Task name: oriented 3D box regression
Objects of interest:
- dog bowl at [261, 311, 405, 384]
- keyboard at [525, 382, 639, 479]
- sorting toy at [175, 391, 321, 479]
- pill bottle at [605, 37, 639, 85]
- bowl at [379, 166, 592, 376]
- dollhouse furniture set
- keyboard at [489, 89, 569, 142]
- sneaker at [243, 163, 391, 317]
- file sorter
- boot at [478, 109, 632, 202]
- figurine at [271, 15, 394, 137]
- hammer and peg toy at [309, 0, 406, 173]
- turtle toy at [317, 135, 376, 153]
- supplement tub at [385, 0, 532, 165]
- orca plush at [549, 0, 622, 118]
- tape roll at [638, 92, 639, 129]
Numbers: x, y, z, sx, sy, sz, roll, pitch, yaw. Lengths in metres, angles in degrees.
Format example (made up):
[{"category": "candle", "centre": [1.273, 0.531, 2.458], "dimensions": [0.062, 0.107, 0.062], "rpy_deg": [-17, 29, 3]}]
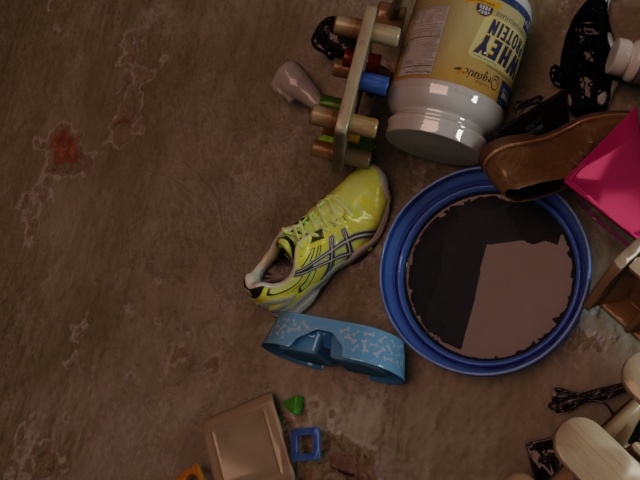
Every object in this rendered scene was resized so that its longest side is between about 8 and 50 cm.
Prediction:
[{"category": "dog bowl", "centre": [0.030, 0.206, 1.420], "dimensions": [0.297, 0.166, 0.074], "rpy_deg": [6, 68, 27]}, {"category": "keyboard", "centre": [0.503, 0.329, 1.226], "dimensions": [0.317, 0.033, 0.202], "rpy_deg": [-18, 75, 20]}, {"category": "sorting toy", "centre": [-0.147, 0.435, 1.507], "dimensions": [0.347, 0.047, 0.196], "rpy_deg": [-26, 62, 17]}, {"category": "pill bottle", "centre": [0.586, -0.312, 1.302], "dimensions": [0.137, 0.078, 0.078], "rpy_deg": [15, 83, 3]}, {"category": "bowl", "centre": [0.303, 0.057, 1.369], "dimensions": [0.390, 0.077, 0.392], "rpy_deg": [-7, 74, 24]}, {"category": "dollhouse furniture set", "centre": [0.421, 0.229, 1.079], "dimensions": [0.394, 0.362, 0.256], "rpy_deg": [-38, 67, -16]}, {"category": "keyboard", "centre": [0.387, -0.220, 1.353], "dimensions": [0.180, 0.108, 0.023], "rpy_deg": [-32, 36, -17]}, {"category": "sneaker", "centre": [0.000, 0.000, 1.491], "dimensions": [0.145, 0.147, 0.385], "rpy_deg": [40, 93, 30]}, {"category": "file sorter", "centre": [0.594, -0.116, 1.213], "dimensions": [0.291, 0.182, 0.202], "rpy_deg": [-47, 61, 7]}, {"category": "boot", "centre": [0.443, -0.142, 1.292], "dimensions": [0.305, 0.112, 0.115], "rpy_deg": [-16, 51, -5]}, {"category": "figurine", "centre": [0.028, -0.350, 1.610], "dimensions": [0.215, 0.092, 0.209], "rpy_deg": [-46, 66, 10]}, {"category": "hammer and peg toy", "centre": [0.074, -0.332, 1.410], "dimensions": [0.127, 0.266, 0.362], "rpy_deg": [14, 79, 3]}, {"category": "turtle toy", "centre": [0.054, -0.202, 1.555], "dimensions": [0.130, 0.066, 0.095], "rpy_deg": [5, 77, -3]}, {"category": "supplement tub", "centre": [0.259, -0.323, 1.404], "dimensions": [0.228, 0.228, 0.317], "rpy_deg": [13, 83, 28]}, {"category": "orca plush", "centre": [0.514, -0.369, 1.364], "dimensions": [0.151, 0.102, 0.287], "rpy_deg": [21, 86, 29]}, {"category": "tape roll", "centre": [0.638, -0.189, 1.064], "dimensions": [0.321, 0.077, 0.322], "rpy_deg": [-7, 72, 24]}]
